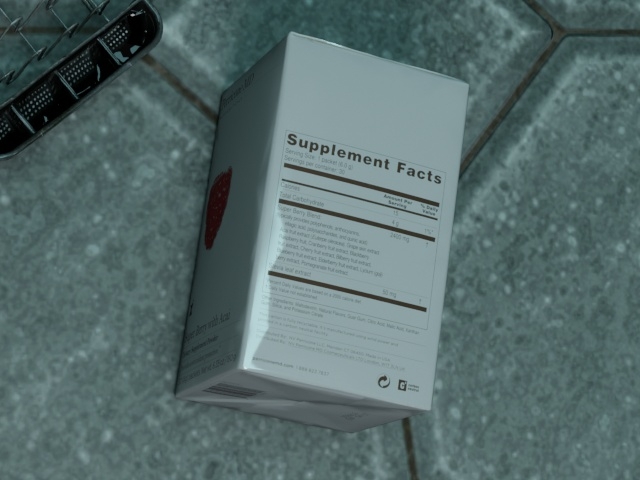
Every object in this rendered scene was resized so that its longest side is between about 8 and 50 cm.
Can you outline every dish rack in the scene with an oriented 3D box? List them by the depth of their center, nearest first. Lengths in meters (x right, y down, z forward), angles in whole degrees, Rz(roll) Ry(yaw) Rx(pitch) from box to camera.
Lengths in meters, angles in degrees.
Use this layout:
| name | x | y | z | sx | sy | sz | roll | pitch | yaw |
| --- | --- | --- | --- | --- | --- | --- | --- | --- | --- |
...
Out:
| name | x | y | z | sx | sy | sz | roll | pitch | yaw |
| --- | --- | --- | --- | --- | --- | --- | --- | --- | --- |
| dish rack | -0.295 | -0.214 | 1.458 | 0.208 | 0.074 | 0.271 | -42 | 95 | -26 |

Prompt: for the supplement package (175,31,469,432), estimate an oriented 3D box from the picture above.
| name | x | y | z | sx | sy | sz | roll | pitch | yaw |
| --- | --- | --- | --- | --- | --- | --- | --- | --- | --- |
| supplement package | 0.000 | 0.000 | 1.472 | 0.175 | 0.177 | 0.292 | 14 | 72 | -19 |
